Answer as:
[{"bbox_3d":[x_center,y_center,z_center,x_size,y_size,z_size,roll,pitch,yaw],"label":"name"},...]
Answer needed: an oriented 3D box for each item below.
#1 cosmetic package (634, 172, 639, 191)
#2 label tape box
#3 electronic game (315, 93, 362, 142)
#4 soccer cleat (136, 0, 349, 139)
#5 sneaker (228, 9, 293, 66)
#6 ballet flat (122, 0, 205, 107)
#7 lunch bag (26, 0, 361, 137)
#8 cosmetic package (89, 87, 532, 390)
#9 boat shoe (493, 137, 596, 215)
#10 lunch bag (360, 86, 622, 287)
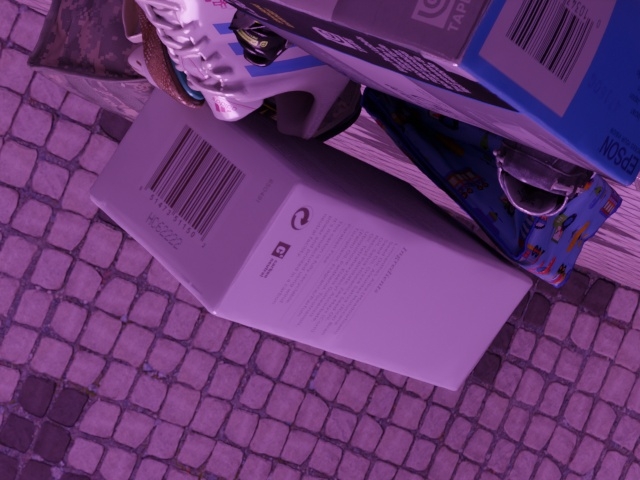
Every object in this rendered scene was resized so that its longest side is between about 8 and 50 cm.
[{"bbox_3d":[0.329,-0.061,1.846,0.060,0.041,0.115,24,179,11],"label":"cosmetic package"},{"bbox_3d":[0.027,-0.165,1.238,0.348,0.115,0.249,21,178,34],"label":"label tape box"},{"bbox_3d":[-0.064,-0.167,2.338,0.229,0.048,0.229,1,-148,-1],"label":"electronic game"},{"bbox_3d":[-0.096,-0.194,1.817,0.331,0.143,0.116,25,179,-39],"label":"soccer cleat"},{"bbox_3d":[-0.038,-0.198,1.686,0.067,0.078,0.188,25,164,2],"label":"sneaker"},{"bbox_3d":[-0.158,-0.200,1.932,0.073,0.067,0.206,38,-148,-45],"label":"ballet flat"},{"bbox_3d":[-0.126,-0.193,2.132,0.287,0.169,0.235,12,172,34],"label":"lunch bag"},{"bbox_3d":[0.000,0.000,2.069,0.230,0.161,0.453,41,-168,37],"label":"cosmetic package"},{"bbox_3d":[0.221,-0.074,1.942,0.108,0.102,0.301,24,179,6],"label":"boat shoe"},{"bbox_3d":[0.179,-0.094,2.276,0.293,0.138,0.221,37,-176,22],"label":"lunch bag"}]
